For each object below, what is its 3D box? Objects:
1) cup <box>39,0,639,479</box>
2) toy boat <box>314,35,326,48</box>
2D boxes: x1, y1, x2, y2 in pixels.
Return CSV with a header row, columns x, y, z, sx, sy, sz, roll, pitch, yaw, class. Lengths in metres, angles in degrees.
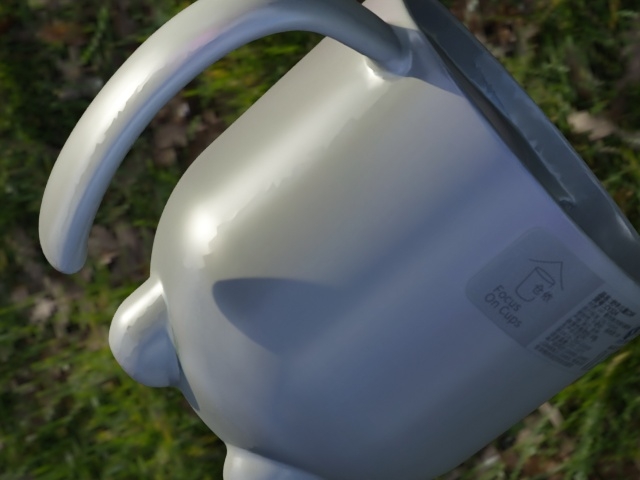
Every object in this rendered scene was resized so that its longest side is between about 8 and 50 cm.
x,y,z,sx,sy,sz,roll,pitch,yaw,class
0.008,0.010,0.484,0.142,0.173,0.134,-39,74,14,cup
0.033,-0.098,1.674,0.142,0.129,0.309,16,102,56,toy boat
